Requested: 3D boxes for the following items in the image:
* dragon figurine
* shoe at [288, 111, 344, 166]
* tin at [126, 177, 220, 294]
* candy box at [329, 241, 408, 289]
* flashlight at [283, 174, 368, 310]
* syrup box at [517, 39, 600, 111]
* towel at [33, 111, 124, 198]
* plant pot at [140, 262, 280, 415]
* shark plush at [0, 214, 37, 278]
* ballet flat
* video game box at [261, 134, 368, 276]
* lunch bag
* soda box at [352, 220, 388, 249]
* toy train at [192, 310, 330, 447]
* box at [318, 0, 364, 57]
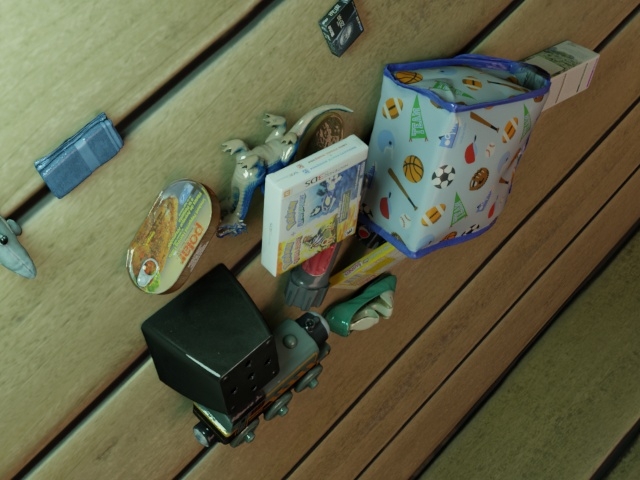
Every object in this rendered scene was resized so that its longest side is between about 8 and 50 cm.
[{"bbox_3d":[-0.076,-0.123,1.459,0.289,0.085,0.144,-38,149,-18],"label":"dragon figurine"},{"bbox_3d":[-0.030,-0.129,1.564,0.076,0.058,0.219,19,102,-39],"label":"shoe"},{"bbox_3d":[-0.223,-0.004,1.356,0.190,0.106,0.040,-58,151,8],"label":"tin"},{"bbox_3d":[0.121,0.046,1.890,0.206,0.027,0.105,-33,161,25],"label":"candy box"},{"bbox_3d":[0.000,0.000,1.696,0.103,0.103,0.304,-84,-167,-58],"label":"flashlight"},{"bbox_3d":[0.538,-0.380,2.066,0.237,0.093,0.096,-28,141,-39],"label":"syrup box"},{"bbox_3d":[-0.318,-0.112,1.183,0.119,0.029,0.067,-44,149,-18],"label":"towel"},{"bbox_3d":[-0.175,0.190,1.569,0.188,0.167,0.187,-39,148,-26],"label":"plant pot"},{"bbox_3d":[-0.404,-0.015,1.122,0.073,0.067,0.161,-36,146,-28],"label":"shark plush"},{"bbox_3d":[0.112,0.156,2.027,0.247,0.087,0.083,-26,140,-40],"label":"ballet flat"},{"bbox_3d":[-0.011,-0.057,1.488,0.187,0.048,0.205,-27,144,-28],"label":"video game box"},{"bbox_3d":[0.272,-0.182,1.755,0.385,0.239,0.328,-15,132,-38],"label":"lunch bag"},{"bbox_3d":[0.134,-0.012,1.908,0.053,0.060,0.169,-56,151,13],"label":"soda box"},{"bbox_3d":[-0.110,0.269,1.740,0.334,0.142,0.190,-37,162,-27],"label":"toy train"},{"bbox_3d":[0.035,-0.349,1.452,0.067,0.018,0.083,-49,151,-10],"label":"box"}]
